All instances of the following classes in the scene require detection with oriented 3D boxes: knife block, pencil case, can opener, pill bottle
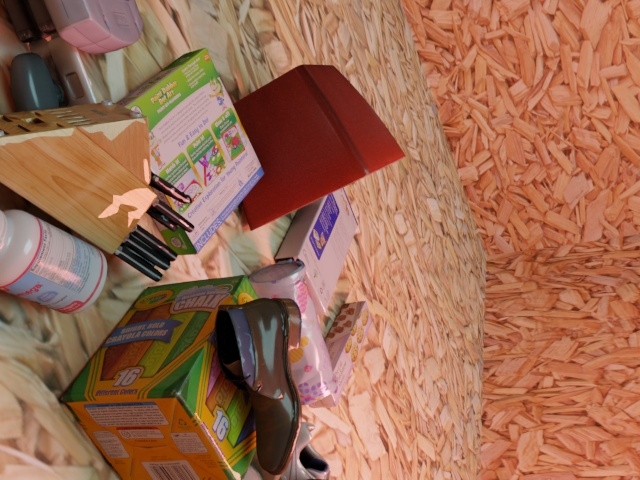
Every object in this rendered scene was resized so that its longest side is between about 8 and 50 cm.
[{"bbox_3d":[-0.287,-0.039,0.792,0.276,0.088,0.242,-20,124,-43],"label":"knife block"},{"bbox_3d":[-0.051,0.173,1.226,0.124,0.114,0.273,-82,157,-77],"label":"pencil case"},{"bbox_3d":[-0.348,-0.268,0.778,0.093,0.074,0.280,-39,117,-63],"label":"can opener"},{"bbox_3d":[-0.322,0.020,0.714,0.160,0.087,0.087,41,46,-55],"label":"pill bottle"}]

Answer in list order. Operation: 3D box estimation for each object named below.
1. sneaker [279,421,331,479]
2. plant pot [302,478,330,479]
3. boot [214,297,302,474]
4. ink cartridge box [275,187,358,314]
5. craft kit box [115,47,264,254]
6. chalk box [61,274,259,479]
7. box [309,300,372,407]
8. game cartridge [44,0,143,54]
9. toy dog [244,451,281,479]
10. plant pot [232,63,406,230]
[{"bbox_3d":[-0.039,0.446,1.128,0.111,0.129,0.297,-59,136,-66],"label":"sneaker"},{"bbox_3d":[0.029,0.469,0.982,0.191,0.174,0.191,10,72,-34],"label":"plant pot"},{"bbox_3d":[-0.085,0.178,0.792,0.106,0.082,0.219,10,76,-42],"label":"boot"},{"bbox_3d":[0.000,0.000,1.462,0.165,0.065,0.332,66,29,-29],"label":"ink cartridge box"},{"bbox_3d":[-0.209,-0.146,1.035,0.250,0.061,0.246,-58,136,-47],"label":"craft kit box"},{"bbox_3d":[-0.169,0.168,0.889,0.289,0.180,0.179,-67,141,-52],"label":"chalk box"},{"bbox_3d":[0.046,0.250,1.469,0.067,0.063,0.324,70,26,-20],"label":"box"},{"bbox_3d":[-0.299,-0.339,0.820,0.294,0.060,0.196,-101,170,-73],"label":"game cartridge"},{"bbox_3d":[-0.153,0.432,0.915,0.220,0.161,0.333,18,80,-66],"label":"toy dog"},{"bbox_3d":[-0.028,-0.198,1.269,0.235,0.267,0.267,64,26,-3],"label":"plant pot"}]
